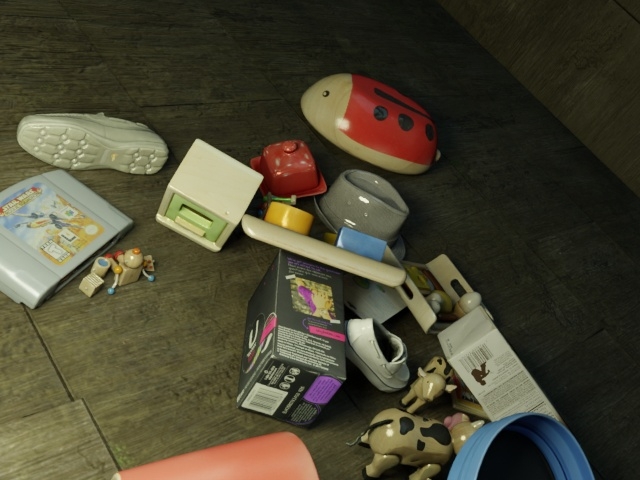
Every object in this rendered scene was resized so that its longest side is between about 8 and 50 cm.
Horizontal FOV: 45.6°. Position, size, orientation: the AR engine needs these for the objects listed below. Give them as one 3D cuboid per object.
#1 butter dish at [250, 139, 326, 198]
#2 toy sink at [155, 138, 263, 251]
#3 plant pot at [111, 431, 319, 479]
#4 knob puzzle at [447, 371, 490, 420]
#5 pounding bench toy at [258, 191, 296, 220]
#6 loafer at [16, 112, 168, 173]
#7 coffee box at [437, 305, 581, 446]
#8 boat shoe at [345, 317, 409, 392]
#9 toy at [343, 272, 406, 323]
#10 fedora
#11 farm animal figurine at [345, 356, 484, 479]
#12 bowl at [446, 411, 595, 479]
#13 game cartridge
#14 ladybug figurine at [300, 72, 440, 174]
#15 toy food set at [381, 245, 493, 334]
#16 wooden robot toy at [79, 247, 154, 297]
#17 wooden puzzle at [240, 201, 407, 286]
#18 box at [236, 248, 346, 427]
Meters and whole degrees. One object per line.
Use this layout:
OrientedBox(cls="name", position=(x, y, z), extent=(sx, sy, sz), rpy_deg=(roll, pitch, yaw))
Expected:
OrientedBox(cls="butter dish", position=(-0.076, -0.186, 1.817), extent=(0.160, 0.118, 0.160), rpy_deg=(-11, 51, -15))
OrientedBox(cls="toy sink", position=(-0.236, -0.075, 1.551), extent=(0.153, 0.234, 0.131), rpy_deg=(30, 65, -9))
OrientedBox(cls="plant pot", position=(-0.149, 0.398, 1.007), extent=(0.243, 0.275, 0.275), rpy_deg=(2, 46, -23))
OrientedBox(cls="knob puzzle", position=(0.360, 0.312, 1.705), extent=(0.213, 0.030, 0.213), rpy_deg=(22, 37, -18))
OrientedBox(cls="pounding bench toy", position=(-0.100, -0.080, 1.732), extent=(0.065, 0.083, 0.052), rpy_deg=(22, 38, -20))
OrientedBox(cls="loafer", position=(-0.467, -0.208, 1.565), extent=(0.319, 0.112, 0.111), rpy_deg=(8, 38, -44))
OrientedBox(cls="coffee box", position=(0.375, 0.298, 1.536), extent=(0.297, 0.119, 0.168), rpy_deg=(53, 8, -9))
OrientedBox(cls="boat shoe", position=(0.126, 0.225, 1.481), extent=(0.258, 0.084, 0.095), rpy_deg=(41, 40, -49))
OrientedBox(cls="toy", position=(0.107, 0.129, 1.686), extent=(0.137, 0.056, 0.237), rpy_deg=(42, 30, 15))
OrientedBox(cls="fedora", position=(0.120, -0.077, 1.860), extent=(0.275, 0.124, 0.244), rpy_deg=(40, 31, 13))
OrientedBox(cls="farm animal figurine", position=(0.211, 0.356, 1.407), extent=(0.327, 0.172, 0.330), rpy_deg=(5, 45, -35))
OrientedBox(cls="bowl", position=(0.348, 0.493, 1.300), extent=(0.391, 0.077, 0.391), rpy_deg=(12, 71, -39))
OrientedBox(cls="game cartridge", position=(-0.494, -0.017, 1.364), extent=(0.198, 0.062, 0.297), rpy_deg=(39, 35, -2))
OrientedBox(cls="ladybug figurine", position=(0.165, -0.346, 2.189), extent=(0.449, 0.162, 0.305), rpy_deg=(21, 38, -20))
OrientedBox(cls="toy food set", position=(0.271, 0.106, 1.768), extent=(0.306, 0.092, 0.219), rpy_deg=(12, 39, -54))
OrientedBox(cls="wooden robot toy", position=(-0.358, 0.039, 1.386), extent=(0.076, 0.079, 0.173), rpy_deg=(49, 37, 18))
OrientedBox(cls="wooden puzzle", position=(0.000, 0.000, 1.539), extent=(0.322, 0.080, 0.348), rpy_deg=(20, -1, -5))
OrientedBox(cls="box", position=(-0.052, 0.177, 1.403), extent=(0.143, 0.165, 0.270), rpy_deg=(21, 37, -16))
